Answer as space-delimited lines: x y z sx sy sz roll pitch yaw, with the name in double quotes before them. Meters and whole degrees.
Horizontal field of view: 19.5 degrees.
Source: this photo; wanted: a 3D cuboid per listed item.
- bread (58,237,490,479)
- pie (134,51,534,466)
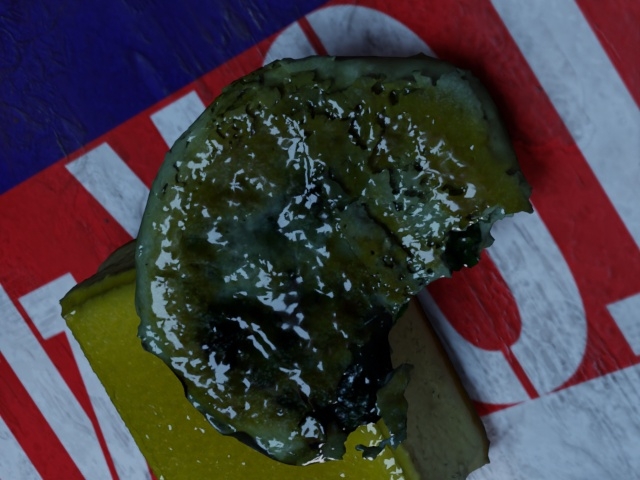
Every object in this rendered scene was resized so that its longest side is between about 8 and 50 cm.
"bread" -0.049 0.122 1.752 0.323 0.143 0.333 -18 105 40
"pie" 0.000 0.000 1.557 0.296 0.078 0.371 30 98 -4
